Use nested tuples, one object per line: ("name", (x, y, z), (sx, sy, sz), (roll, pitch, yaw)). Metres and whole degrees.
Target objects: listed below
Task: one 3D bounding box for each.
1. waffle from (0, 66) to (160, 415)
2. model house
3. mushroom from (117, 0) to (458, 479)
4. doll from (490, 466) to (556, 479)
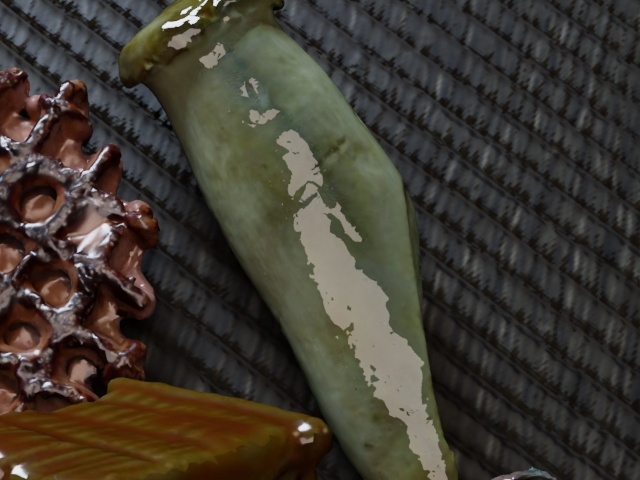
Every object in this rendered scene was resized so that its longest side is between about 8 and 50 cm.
("waffle", (-0.197, 0.019, 0.981), (0.221, 0.055, 0.234), (-18, 67, -9))
("model house", (-0.119, 0.169, 0.862), (0.199, 0.219, 0.229), (2, 54, 36))
("mushroom", (0.003, -0.002, 0.988), (0.107, 0.087, 0.333), (-29, 75, -11))
("doll", (0.079, 0.268, 0.860), (0.303, 0.156, 0.201), (-52, 37, -1))
